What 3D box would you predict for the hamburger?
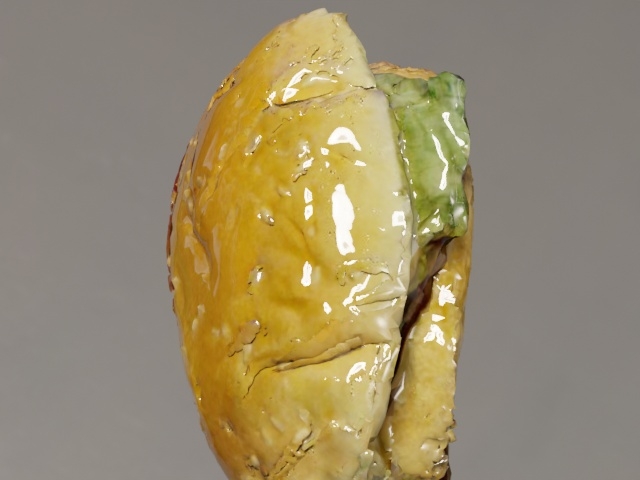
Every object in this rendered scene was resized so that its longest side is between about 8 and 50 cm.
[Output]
[{"bbox_3d":[0.001,-0.007,0.553,0.102,0.087,0.176,104,167,-58],"label":"hamburger"}]
